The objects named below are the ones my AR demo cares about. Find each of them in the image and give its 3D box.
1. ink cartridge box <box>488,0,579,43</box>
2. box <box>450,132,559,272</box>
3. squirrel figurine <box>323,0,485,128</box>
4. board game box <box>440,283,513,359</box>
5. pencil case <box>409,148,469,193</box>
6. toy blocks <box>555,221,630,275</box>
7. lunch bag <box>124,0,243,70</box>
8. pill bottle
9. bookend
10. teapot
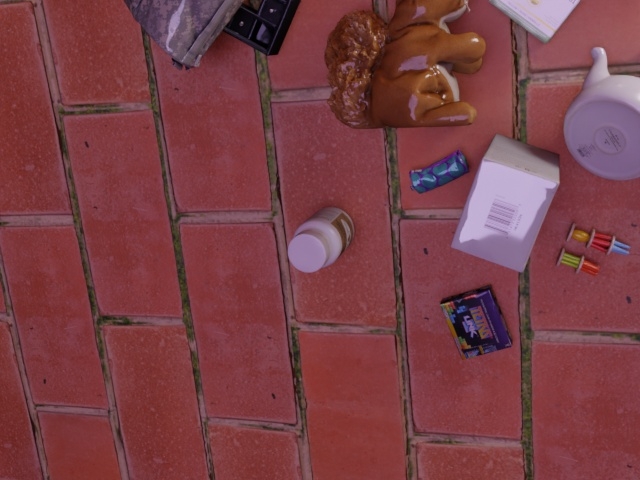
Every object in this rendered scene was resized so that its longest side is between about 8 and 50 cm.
[{"bbox_3d":[0.524,-0.595,1.695,0.171,0.056,0.235,39,116,4],"label":"ink cartridge box"},{"bbox_3d":[0.433,-0.098,1.716,0.168,0.345,0.215,20,112,11],"label":"box"},{"bbox_3d":[0.184,-0.451,1.739,0.396,0.281,0.371,0,100,16],"label":"squirrel figurine"},{"bbox_3d":[0.415,0.219,1.982,0.141,0.048,0.170,-20,99,24],"label":"board game box"},{"bbox_3d":[0.299,-0.174,1.890,0.151,0.065,0.070,-24,123,23],"label":"pencil case"},{"bbox_3d":[0.673,0.035,1.837,0.148,0.054,0.123,20,111,11],"label":"toy blocks"},{"bbox_3d":[-0.316,-0.609,1.843,0.305,0.212,0.256,-46,60,23],"label":"lunch bag"},{"bbox_3d":[0.000,0.000,1.952,0.131,0.229,0.131,5,108,17],"label":"pill bottle"},{"bbox_3d":[-0.157,-0.581,1.912,0.156,0.072,0.157,31,113,7],"label":"bookend"},{"bbox_3d":[0.690,-0.269,1.677,0.252,0.187,0.256,24,141,30],"label":"teapot"}]
